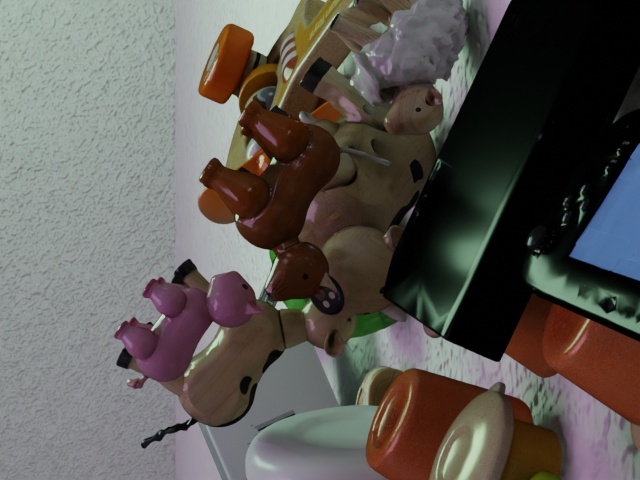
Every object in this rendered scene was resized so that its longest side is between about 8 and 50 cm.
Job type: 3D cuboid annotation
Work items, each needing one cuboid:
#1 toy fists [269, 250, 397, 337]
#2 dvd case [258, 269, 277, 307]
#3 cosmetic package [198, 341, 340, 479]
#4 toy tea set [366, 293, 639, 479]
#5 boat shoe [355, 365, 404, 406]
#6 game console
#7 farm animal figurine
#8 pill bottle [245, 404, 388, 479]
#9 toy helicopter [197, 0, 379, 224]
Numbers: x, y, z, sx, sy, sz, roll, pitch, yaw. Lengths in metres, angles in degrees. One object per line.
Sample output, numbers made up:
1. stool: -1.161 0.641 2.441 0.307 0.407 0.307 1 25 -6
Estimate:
1. toy fists: 0.009 0.002 1.196 0.279 0.096 0.142 -154 48 -74
2. dvd case: -0.052 0.043 1.460 0.221 0.018 0.164 125 169 -69
3. cosmetic package: -0.052 0.213 1.282 0.224 0.138 0.224 144 103 -77
4. toy tea set: 0.139 0.100 0.718 0.200 0.124 0.336 -65 10 -3
5. boat shoe: 0.059 0.202 1.126 0.059 0.063 0.170 -156 71 -78
6. game console: 0.135 -0.032 0.563 0.213 0.044 0.361 -66 17 2
7. farm animal figurine: 0.000 0.000 0.916 0.327 0.172 0.330 -56 -1 -34
8. pill bottle: 0.033 0.315 1.001 0.181 0.181 0.323 -150 56 -74
9. toy helicopter: -0.015 -0.155 1.110 0.355 0.140 0.235 -46 25 52
